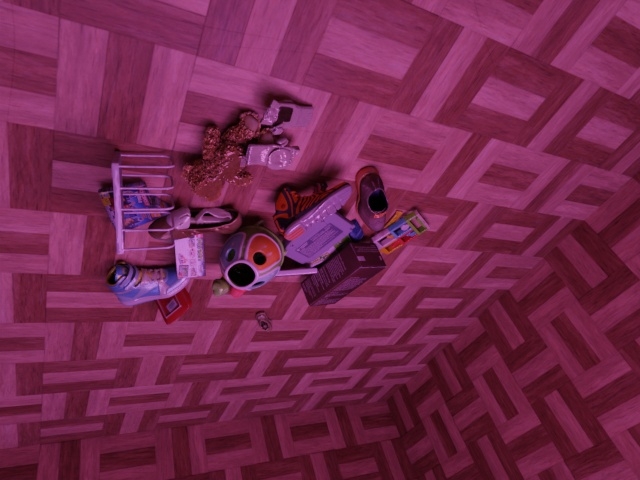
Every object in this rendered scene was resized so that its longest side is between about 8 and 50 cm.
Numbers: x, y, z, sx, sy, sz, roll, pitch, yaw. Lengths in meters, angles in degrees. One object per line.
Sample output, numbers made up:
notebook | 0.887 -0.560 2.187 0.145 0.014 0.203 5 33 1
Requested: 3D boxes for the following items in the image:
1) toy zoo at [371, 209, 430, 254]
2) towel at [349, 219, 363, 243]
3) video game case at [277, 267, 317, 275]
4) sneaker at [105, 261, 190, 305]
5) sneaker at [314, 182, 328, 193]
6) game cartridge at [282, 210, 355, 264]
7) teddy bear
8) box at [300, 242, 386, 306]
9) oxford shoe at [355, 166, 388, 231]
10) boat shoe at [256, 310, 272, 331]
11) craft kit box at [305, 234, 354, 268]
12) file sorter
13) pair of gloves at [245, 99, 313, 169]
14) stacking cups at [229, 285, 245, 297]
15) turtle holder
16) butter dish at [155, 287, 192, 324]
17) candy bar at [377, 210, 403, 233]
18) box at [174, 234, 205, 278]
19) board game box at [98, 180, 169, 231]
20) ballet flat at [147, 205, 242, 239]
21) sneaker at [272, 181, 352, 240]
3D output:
toy zoo | 0.368 -0.024 2.119 0.293 0.030 0.192 -34 148 16
towel | 0.162 -0.039 2.007 0.067 0.029 0.119 -55 143 -15
video game case | -0.142 0.147 2.003 0.227 0.026 0.206 -3 175 -10
sneaker | -0.702 0.149 1.779 0.319 0.127 0.208 -21 143 -2
sneaker | 0.002 -0.184 1.775 0.057 0.047 0.119 -16 144 -25
game cartridge | -0.020 -0.019 1.866 0.294 0.060 0.196 -38 142 20
teddy bear | -0.304 -0.284 1.481 0.245 0.113 0.338 15 122 -46
box | 0.100 0.164 2.086 0.191 0.143 0.381 3 147 -46
oxford shoe | 0.222 -0.135 1.856 0.130 0.132 0.363 -22 142 0
boat shoe | -0.298 0.452 2.363 0.068 0.072 0.190 -22 142 1
craft kit box | 0.000 0.000 1.982 0.250 0.060 0.246 -27 144 8
file sorter | -0.550 -0.122 1.386 0.173 0.193 0.277 -2 111 -21
pair of gloves | -0.128 -0.339 1.450 0.204 0.042 0.240 -2 127 -46
stacking cups | -0.308 0.151 1.986 0.096 0.096 0.316 10 133 -34
turtle holder | -0.307 0.083 1.746 0.321 0.227 0.243 -10 116 16
butter dish | -0.631 0.268 1.960 0.160 0.159 0.118 -38 162 19
candy bar | 0.322 -0.079 2.061 0.040 0.018 0.161 11 132 -36
box | -0.519 0.050 1.754 0.114 0.036 0.206 -5 116 -20
board game box | -0.635 -0.126 1.533 0.194 0.060 0.194 -13 138 -14
ballet flat | -0.451 -0.075 1.626 0.343 0.116 0.124 -3 150 -25
sneaker | -0.047 -0.158 1.681 0.321 0.180 0.124 -34 155 -4
